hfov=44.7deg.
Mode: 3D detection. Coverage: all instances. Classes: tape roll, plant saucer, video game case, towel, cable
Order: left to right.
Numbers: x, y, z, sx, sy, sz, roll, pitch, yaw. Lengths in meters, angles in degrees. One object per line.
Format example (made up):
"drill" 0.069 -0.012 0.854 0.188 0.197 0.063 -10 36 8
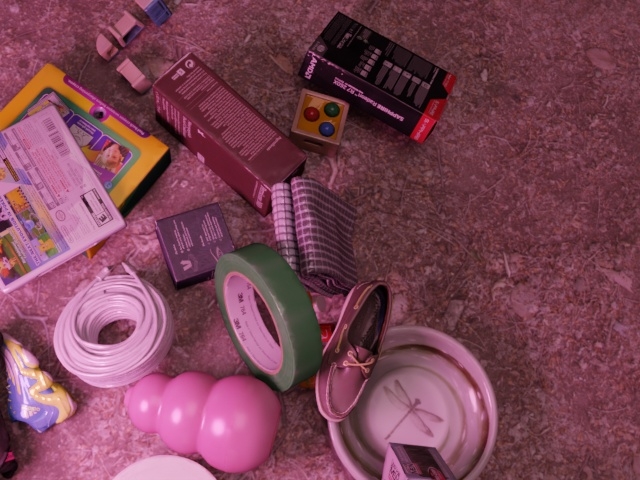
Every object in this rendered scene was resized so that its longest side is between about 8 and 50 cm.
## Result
"video game case" -0.643 -0.095 1.726 0.300 0.036 0.329 -31 84 -11
"cable" -0.450 0.196 1.702 0.257 0.089 0.257 -40 60 -22
"tape roll" -0.329 0.597 1.633 0.286 0.100 0.286 3 72 -9
"tape roll" -0.118 0.166 1.686 0.077 0.321 0.321 -22 77 -29
"towel" 0.000 0.000 1.786 0.121 0.284 0.235 -16 71 21
"plant saucer" 0.204 0.399 1.792 0.400 0.100 0.400 3 71 -9

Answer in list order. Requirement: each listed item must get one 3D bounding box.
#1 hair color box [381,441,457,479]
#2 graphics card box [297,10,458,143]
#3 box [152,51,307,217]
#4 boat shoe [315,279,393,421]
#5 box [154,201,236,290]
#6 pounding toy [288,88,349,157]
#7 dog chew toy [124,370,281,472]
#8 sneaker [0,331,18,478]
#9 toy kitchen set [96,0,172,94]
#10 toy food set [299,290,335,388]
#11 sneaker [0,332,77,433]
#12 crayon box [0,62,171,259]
"hair color box" 0.177 0.630 1.597 0.113 0.185 0.374 8 96 -7
"graphics card box" 0.152 -0.424 2.009 0.371 0.094 0.233 29 47 -1
"box" -0.222 -0.249 1.876 0.381 0.191 0.143 40 70 5
"boat shoe" 0.079 0.238 1.712 0.116 0.097 0.324 25 70 -13
"box" -0.290 0.014 1.829 0.158 0.093 0.156 -18 77 -16
"pounding toy" -0.040 -0.272 1.964 0.181 0.094 0.206 16 70 -5
"dog chew toy" -0.257 0.374 1.672 0.332 0.206 0.206 13 71 2
"sneaker" -0.718 0.408 1.601 0.202 0.185 0.483 11 80 -15
"toy kitchen set" -0.435 -0.496 1.974 0.207 0.122 0.166 -45 85 1
"toy food set" -0.037 0.217 1.778 0.111 0.104 0.232 -35 113 -51
"sneaker" -0.644 0.314 1.672 0.240 0.091 0.126 45 71 5
"crayon box" -0.592 -0.189 1.832 0.363 0.106 0.313 35 73 2
